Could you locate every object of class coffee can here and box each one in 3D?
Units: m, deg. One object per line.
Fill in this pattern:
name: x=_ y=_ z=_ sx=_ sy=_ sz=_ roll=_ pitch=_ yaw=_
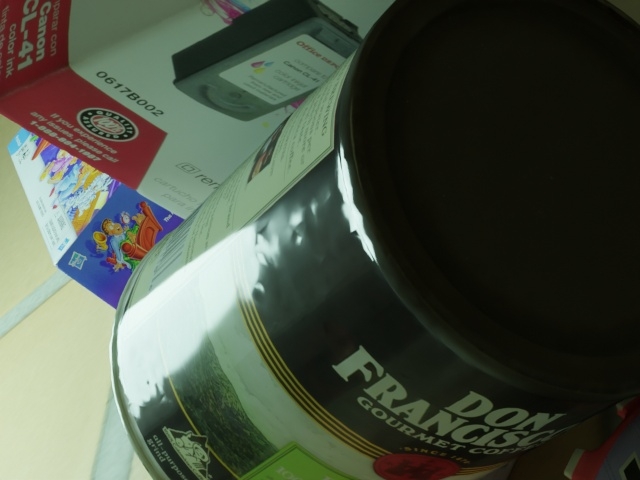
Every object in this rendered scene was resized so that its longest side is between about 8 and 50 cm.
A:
coffee can: x=0.041 y=0.022 z=0.933 sx=0.275 sy=0.201 sz=0.201 roll=-41 pitch=24 yaw=54

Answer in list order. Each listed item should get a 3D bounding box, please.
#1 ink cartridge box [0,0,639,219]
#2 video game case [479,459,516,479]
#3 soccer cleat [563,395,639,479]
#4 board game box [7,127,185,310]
ink cartridge box: x=0.007 y=-0.119 z=1.029 sx=0.306 sy=0.226 sz=0.131 roll=-17 pitch=55 yaw=39
video game case: x=0.064 y=0.086 z=1.144 sx=0.212 sy=0.023 sz=0.193 roll=-3 pitch=53 yaw=59
soccer cleat: x=0.131 y=0.173 z=0.860 sx=0.095 sy=0.083 sz=0.248 roll=22 pitch=62 yaw=27
board game box: x=-0.162 y=-0.102 z=1.744 sx=0.233 sy=0.078 sz=0.347 roll=-50 pitch=24 yaw=5
